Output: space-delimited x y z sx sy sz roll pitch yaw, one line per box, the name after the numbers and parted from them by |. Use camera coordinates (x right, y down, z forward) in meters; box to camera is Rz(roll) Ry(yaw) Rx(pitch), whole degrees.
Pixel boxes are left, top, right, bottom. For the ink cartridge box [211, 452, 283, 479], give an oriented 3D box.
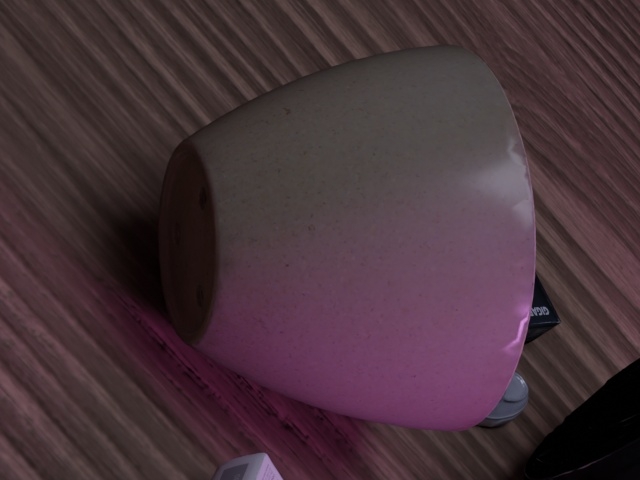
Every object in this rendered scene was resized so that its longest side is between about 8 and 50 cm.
-0.030 0.305 1.400 0.225 0.056 0.181 61 27 -24 | ink cartridge box

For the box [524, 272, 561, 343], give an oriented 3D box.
0.139 0.026 1.875 0.220 0.051 0.175 0 59 -53 | box

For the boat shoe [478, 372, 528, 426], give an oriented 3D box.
0.153 0.134 1.774 0.184 0.063 0.066 18 46 -43 | boat shoe

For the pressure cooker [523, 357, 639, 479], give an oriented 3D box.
0.434 0.293 1.674 0.370 0.375 0.420 -35 92 -18 | pressure cooker

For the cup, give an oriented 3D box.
0.000 0.000 1.517 0.237 0.331 0.331 -1 56 -22 | cup
